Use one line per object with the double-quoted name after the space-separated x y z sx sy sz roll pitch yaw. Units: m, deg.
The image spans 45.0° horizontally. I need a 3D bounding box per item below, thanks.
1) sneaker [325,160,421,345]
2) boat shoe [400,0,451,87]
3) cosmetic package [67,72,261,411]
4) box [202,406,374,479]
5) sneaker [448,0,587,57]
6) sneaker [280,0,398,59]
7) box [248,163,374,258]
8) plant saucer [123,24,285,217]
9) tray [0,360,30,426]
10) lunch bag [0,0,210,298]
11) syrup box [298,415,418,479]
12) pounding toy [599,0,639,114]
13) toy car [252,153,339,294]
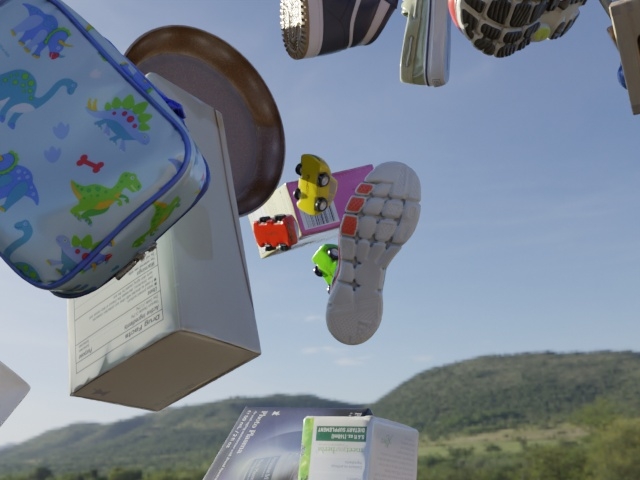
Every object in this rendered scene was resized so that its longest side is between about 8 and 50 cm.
0.037 0.008 0.659 0.061 0.158 0.065 20 1 -5 "sneaker"
0.200 -0.442 1.462 0.094 0.302 0.109 3 -1 16 "boat shoe"
-0.174 -0.001 0.801 0.160 0.309 0.113 -30 -35 28 "cosmetic package"
-0.050 0.468 1.419 0.294 0.296 0.183 -6 -57 30 "box"
0.226 -0.300 0.958 0.279 0.118 0.107 -17 -43 -47 "sneaker"
0.030 -0.395 1.059 0.153 0.282 0.099 -12 32 -27 "sneaker"
-0.012 -0.060 1.693 0.213 0.117 0.243 -15 -5 -28 "box"
-0.186 -0.176 1.185 0.310 0.310 0.050 11 -22 -42 "plant saucer"
-0.593 0.200 1.175 0.270 0.145 0.030 46 -36 -21 "tray"
-0.205 -0.076 0.606 0.176 0.219 0.090 -44 -10 -6 "lunch bag"
0.035 0.310 0.807 0.093 0.237 0.096 -10 -26 37 "syrup box"
0.329 -0.214 0.787 0.100 0.141 0.130 -11 17 29 "pounding toy"
0.000 0.000 1.264 0.053 0.225 0.239 -19 -21 -40 "toy car"
